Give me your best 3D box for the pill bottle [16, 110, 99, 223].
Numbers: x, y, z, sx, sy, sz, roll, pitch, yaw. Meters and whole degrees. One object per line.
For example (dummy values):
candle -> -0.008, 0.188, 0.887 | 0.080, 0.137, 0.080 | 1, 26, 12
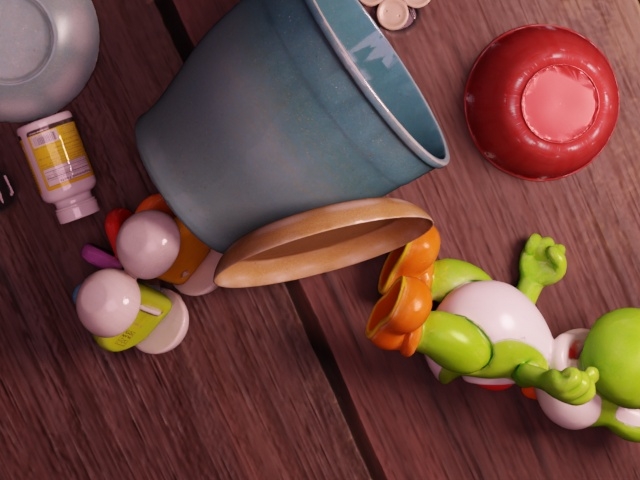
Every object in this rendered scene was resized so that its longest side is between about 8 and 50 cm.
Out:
pill bottle -> -0.287, -0.080, 1.555 | 0.065, 0.065, 0.116 | -19, 97, -1

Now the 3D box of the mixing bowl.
mixing bowl -> 0.257, -0.152, 1.565 | 0.181, 0.098, 0.181 | 0, 97, -3

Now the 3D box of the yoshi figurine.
yoshi figurine -> 0.247, 0.099, 1.547 | 0.362, 0.203, 0.204 | 25, 87, -9

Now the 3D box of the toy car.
toy car -> -0.203, 0.031, 1.546 | 0.136, 0.159, 0.182 | 36, 94, 28

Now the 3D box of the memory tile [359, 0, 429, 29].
memory tile -> 0.071, -0.321, 1.578 | 0.113, 0.012, 0.148 | -43, 96, 2

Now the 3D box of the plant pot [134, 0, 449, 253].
plant pot -> -0.044, -0.123, 1.478 | 0.255, 0.271, 0.272 | -34, 97, 15

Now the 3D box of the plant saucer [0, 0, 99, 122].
plant saucer -> -0.343, -0.225, 1.545 | 0.195, 0.037, 0.195 | 0, 99, -3

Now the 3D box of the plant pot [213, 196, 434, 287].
plant pot -> 0.000, 0.000, 1.453 | 0.236, 0.236, 0.032 | -15, 79, -2
